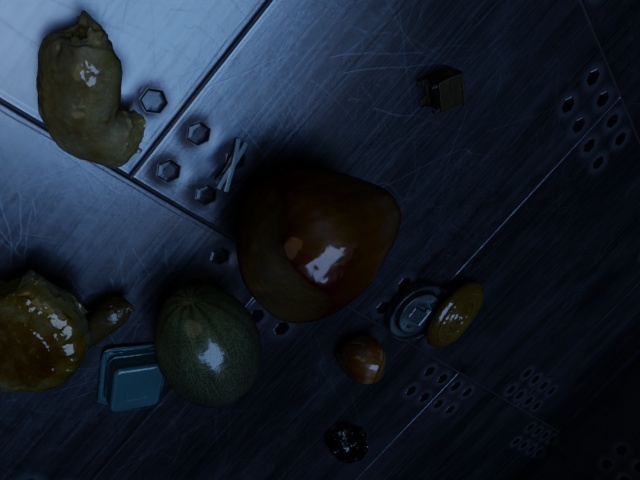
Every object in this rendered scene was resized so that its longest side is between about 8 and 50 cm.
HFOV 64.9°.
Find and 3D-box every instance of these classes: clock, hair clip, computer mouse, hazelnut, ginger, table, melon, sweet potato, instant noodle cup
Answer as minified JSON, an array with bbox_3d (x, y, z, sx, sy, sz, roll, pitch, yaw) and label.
[{"bbox_3d":[0.300,0.220,1.581,0.215,0.042,0.214,-14,126,-21],"label":"clock"},{"bbox_3d":[-0.194,-0.163,1.072,0.030,0.039,0.115,22,96,-46],"label":"hair clip"},{"bbox_3d":[0.104,0.732,1.786,0.146,0.077,0.241,-39,130,-3],"label":"computer mouse"},{"bbox_3d":[-0.008,0.002,1.089,0.366,0.366,0.365,-14,126,-21],"label":"hazelnut"},{"bbox_3d":[-0.392,-0.241,0.841,0.152,0.138,0.267,-30,144,-27],"label":"ginger"},{"bbox_3d":[0.283,-0.350,1.180,0.082,0.070,0.083,-27,130,-12],"label":"table"},{"bbox_3d":[0.125,0.365,1.521,0.150,0.150,0.150,-14,126,-21],"label":"hazelnut"},{"bbox_3d":[-0.259,0.243,1.159,0.238,0.237,0.301,-22,126,-15],"label":"melon"},{"bbox_3d":[-0.524,0.218,1.108,0.273,0.075,0.075,-41,131,5],"label":"sweet potato"},{"bbox_3d":[-0.453,0.340,1.228,0.157,0.070,0.179,0,119,-31],"label":"instant noodle cup"}]

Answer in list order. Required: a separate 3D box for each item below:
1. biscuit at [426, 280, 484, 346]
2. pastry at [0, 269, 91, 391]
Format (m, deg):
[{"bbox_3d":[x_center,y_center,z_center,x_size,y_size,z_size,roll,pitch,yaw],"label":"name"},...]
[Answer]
[{"bbox_3d":[0.447,0.248,1.647,0.262,0.037,0.261,-27,137,-28],"label":"biscuit"},{"bbox_3d":[-0.583,0.186,1.002,0.257,0.120,0.235,-22,114,3],"label":"pastry"}]
